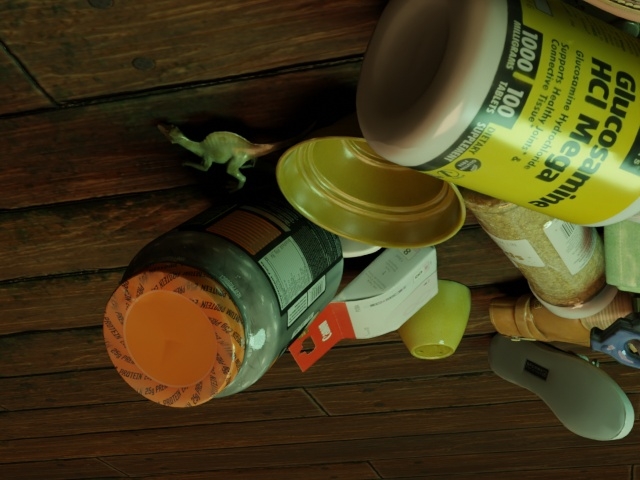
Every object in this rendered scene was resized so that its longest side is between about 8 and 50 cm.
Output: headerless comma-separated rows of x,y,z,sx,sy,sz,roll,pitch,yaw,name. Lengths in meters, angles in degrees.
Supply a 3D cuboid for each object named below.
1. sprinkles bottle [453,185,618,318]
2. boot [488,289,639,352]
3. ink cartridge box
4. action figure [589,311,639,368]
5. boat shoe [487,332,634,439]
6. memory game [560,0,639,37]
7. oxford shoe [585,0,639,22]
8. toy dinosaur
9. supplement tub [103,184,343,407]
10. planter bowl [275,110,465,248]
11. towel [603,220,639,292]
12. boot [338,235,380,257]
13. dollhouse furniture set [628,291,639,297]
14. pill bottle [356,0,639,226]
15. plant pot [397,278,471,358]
0.277,-0.017,1.190,0.121,0.121,0.355,-14,149,25,sprinkles bottle
0.405,0.141,1.516,0.220,0.109,0.283,-6,162,26,boot
0.066,0.103,1.333,0.066,0.232,0.189,41,169,19,ink cartridge box
0.538,0.096,1.194,0.341,0.178,0.330,23,125,13,action figure
0.410,0.238,1.568,0.105,0.113,0.306,10,-173,-33,boat shoe
0.247,-0.234,0.891,0.186,0.012,0.186,1,152,0,memory game
0.229,-0.253,0.688,0.397,0.140,0.146,2,166,-5,oxford shoe
-0.097,-0.101,1.106,0.183,0.053,0.092,2,151,-2,toy dinosaur
-0.106,0.059,1.106,0.194,0.193,0.316,-13,-169,23,supplement tub
0.065,-0.084,1.074,0.217,0.090,0.217,13,152,7,planter bowl
0.477,-0.039,1.039,0.325,0.038,0.247,4,120,24,towel
0.000,0.000,1.297,0.190,0.069,0.086,2,161,13,boot
0.492,-0.009,1.305,0.144,0.123,0.151,8,117,-15,dollhouse furniture set
0.217,-0.121,0.891,0.334,0.188,0.188,15,149,-27,pill bottle
0.175,0.132,1.503,0.134,0.095,0.134,0,152,0,plant pot
